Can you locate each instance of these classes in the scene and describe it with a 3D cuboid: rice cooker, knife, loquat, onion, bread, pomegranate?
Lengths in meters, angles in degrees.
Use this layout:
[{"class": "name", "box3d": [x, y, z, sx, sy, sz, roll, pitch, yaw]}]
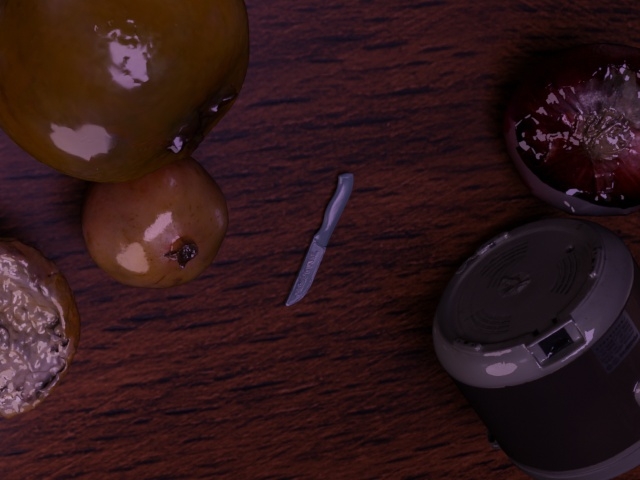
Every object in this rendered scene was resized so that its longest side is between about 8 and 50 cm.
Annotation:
[{"class": "rice cooker", "box3d": [0.362, 0.165, 2.074, 0.335, 0.335, 0.325, -40, 119, -6]}, {"class": "knife", "box3d": [0.000, 0.000, 2.023, 0.028, 0.015, 0.210, 15, 104, -35]}, {"class": "loquat", "box3d": [-0.253, -0.242, 1.665, 0.328, 0.328, 0.359, -44, 77, -3]}, {"class": "onion", "box3d": [0.400, -0.171, 2.050, 0.272, 0.195, 0.272, 9, 128, 11]}, {"class": "bread", "box3d": [-0.438, 0.104, 1.792, 0.274, 0.149, 0.274, -9, 119, -18]}, {"class": "pomegranate", "box3d": [-0.210, -0.024, 1.823, 0.191, 0.191, 0.191, -9, 113, -21]}]
